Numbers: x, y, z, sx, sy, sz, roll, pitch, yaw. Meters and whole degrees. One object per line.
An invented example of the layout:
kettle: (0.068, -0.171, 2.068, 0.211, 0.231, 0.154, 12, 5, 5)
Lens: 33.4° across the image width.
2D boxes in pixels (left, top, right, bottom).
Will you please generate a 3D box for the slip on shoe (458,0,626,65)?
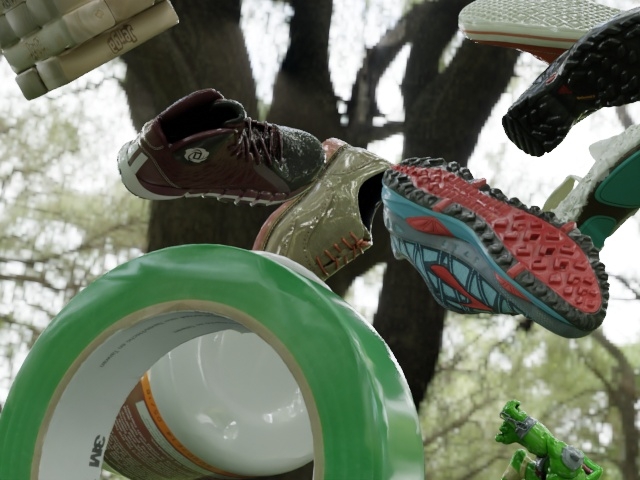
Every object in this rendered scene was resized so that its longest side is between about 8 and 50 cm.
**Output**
slip on shoe: (0.319, -0.212, 1.225, 0.332, 0.123, 0.101, 13, -55, 7)

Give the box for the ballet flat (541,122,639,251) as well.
ballet flat: (0.455, -0.083, 1.757, 0.147, 0.147, 0.409, 17, -51, -26)

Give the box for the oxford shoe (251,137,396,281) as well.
oxford shoe: (0.000, 0.000, 1.543, 0.130, 0.348, 0.123, 16, -25, 26)

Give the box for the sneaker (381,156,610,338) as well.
sneaker: (0.163, 0.023, 1.014, 0.104, 0.262, 0.125, -25, -44, -30)

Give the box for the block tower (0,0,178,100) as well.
block tower: (-0.194, -0.254, 0.590, 0.091, 0.097, 0.335, -7, -64, 51)

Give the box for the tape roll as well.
tape roll: (-0.088, 0.165, 0.755, 0.321, 0.321, 0.077, -5, -18, 26)

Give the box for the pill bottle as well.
pill bottle: (-0.143, 0.159, 1.187, 0.224, 0.224, 0.392, 16, -21, -24)

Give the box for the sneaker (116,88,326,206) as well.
sneaker: (-0.091, -0.116, 1.284, 0.282, 0.106, 0.162, -7, -20, -31)

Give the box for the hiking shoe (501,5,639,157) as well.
hiking shoe: (0.274, -0.175, 1.040, 0.086, 0.114, 0.227, 46, -44, -12)

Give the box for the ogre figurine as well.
ogre figurine: (0.294, 0.297, 1.386, 0.097, 0.197, 0.118, -22, 34, -37)
